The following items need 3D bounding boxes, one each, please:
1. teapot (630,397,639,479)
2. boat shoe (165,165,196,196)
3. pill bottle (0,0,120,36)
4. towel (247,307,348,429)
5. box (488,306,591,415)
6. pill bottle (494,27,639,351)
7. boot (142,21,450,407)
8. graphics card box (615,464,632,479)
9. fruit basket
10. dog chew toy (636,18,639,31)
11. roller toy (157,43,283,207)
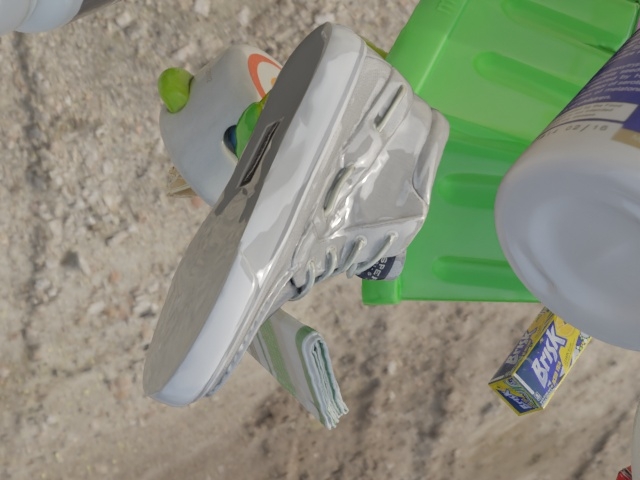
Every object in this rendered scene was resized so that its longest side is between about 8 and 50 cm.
[{"bbox_3d":[0.291,0.164,0.569,0.256,0.253,0.187,-35,152,-45],"label":"teapot"},{"bbox_3d":[-0.198,-0.096,1.388,0.063,0.170,0.059,0,90,-25],"label":"boat shoe"},{"bbox_3d":[-0.298,-0.360,1.064,0.361,0.204,0.204,-42,156,-46],"label":"pill bottle"},{"bbox_3d":[-0.039,0.070,0.726,0.023,0.152,0.113,-34,138,-21],"label":"towel"},{"bbox_3d":[0.281,0.135,1.147,0.169,0.059,0.054,-46,-177,-32],"label":"box"},{"bbox_3d":[0.176,-0.047,0.437,0.187,0.112,0.112,-45,148,-30],"label":"pill bottle"},{"bbox_3d":[0.000,0.000,0.563,0.123,0.095,0.258,33,72,-23],"label":"boot"},{"bbox_3d":[0.390,0.455,1.043,0.094,0.233,0.370,-9,123,-37],"label":"graphics card box"},{"bbox_3d":[0.082,-0.131,0.863,0.392,0.392,0.283,-19,140,-14],"label":"fruit basket"},{"bbox_3d":[0.375,-0.237,1.137,0.207,0.206,0.332,-36,155,6],"label":"dog chew toy"},{"bbox_3d":[-0.081,-0.132,1.117,0.146,0.191,0.209,-35,161,21],"label":"roller toy"}]
